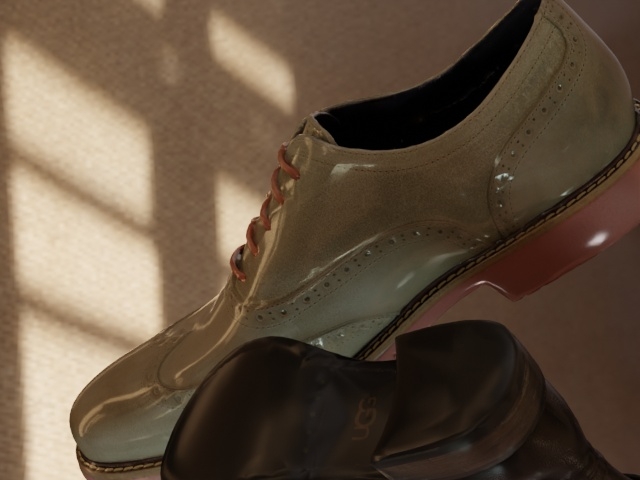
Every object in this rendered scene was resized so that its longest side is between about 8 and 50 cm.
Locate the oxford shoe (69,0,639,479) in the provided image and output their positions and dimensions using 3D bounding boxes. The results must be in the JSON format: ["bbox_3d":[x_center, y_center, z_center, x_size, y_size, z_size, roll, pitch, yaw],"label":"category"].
[{"bbox_3d":[0.000,0.000,0.810,0.146,0.397,0.140,53,8,-26],"label":"oxford shoe"}]

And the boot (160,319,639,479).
[{"bbox_3d":[0.069,0.140,0.704,0.229,0.263,0.091,42,55,-33],"label":"boot"}]
